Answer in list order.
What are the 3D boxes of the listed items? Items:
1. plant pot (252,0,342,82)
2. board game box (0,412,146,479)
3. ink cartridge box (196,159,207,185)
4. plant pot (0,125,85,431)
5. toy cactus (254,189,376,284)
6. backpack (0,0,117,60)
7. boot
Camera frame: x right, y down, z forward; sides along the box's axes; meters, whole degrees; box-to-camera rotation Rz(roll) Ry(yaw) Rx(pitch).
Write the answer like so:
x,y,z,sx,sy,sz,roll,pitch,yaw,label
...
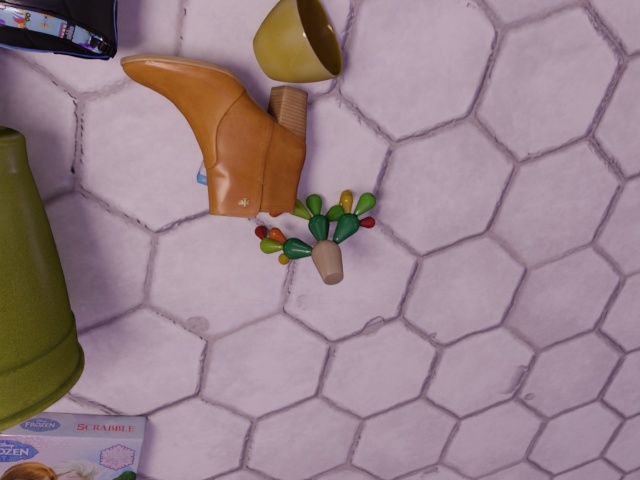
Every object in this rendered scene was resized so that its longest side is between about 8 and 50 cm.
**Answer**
x,y,z,sx,sy,sz,roll,pitch,yaw,label
-0.041,-0.283,0.800,0.095,0.134,0.134,-17,124,24,plant pot
-0.541,0.489,1.125,0.318,0.066,0.318,8,116,-18,board game box
-0.165,-0.128,0.900,0.048,0.028,0.083,17,112,-22,ink cartridge box
-0.519,0.024,0.742,0.365,0.366,0.354,1,106,-14,plant pot
0.000,0.000,0.935,0.218,0.181,0.112,-16,141,1,toy cactus
-0.346,-0.313,0.688,0.173,0.117,0.158,-3,121,-24,backpack
-0.155,-0.143,0.823,0.294,0.104,0.212,8,95,-26,boot
